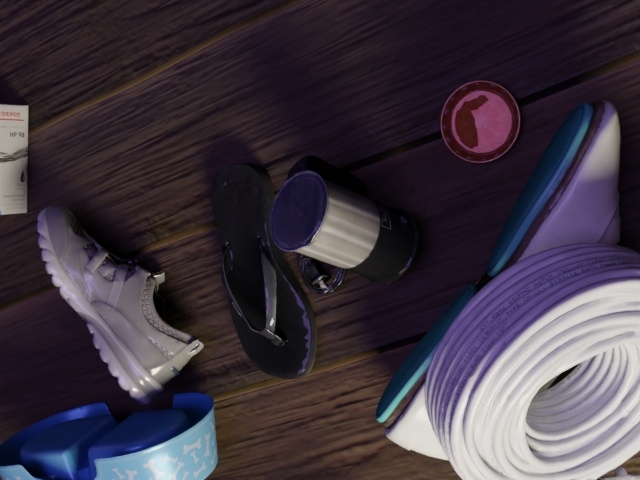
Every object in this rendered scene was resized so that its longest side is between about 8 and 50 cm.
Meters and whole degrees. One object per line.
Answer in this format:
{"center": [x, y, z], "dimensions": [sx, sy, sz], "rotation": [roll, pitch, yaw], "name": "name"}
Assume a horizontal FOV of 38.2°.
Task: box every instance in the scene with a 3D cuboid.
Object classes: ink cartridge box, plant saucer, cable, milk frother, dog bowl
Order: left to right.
{"center": [-0.431, -0.123, 1.182], "dimensions": [0.060, 0.104, 0.180], "rotation": [6, 98, 26], "name": "ink cartridge box"}
{"center": [-0.252, 0.256, 1.104], "dimensions": [0.297, 0.166, 0.074], "rotation": [-10, 102, 26], "name": "dog bowl"}
{"center": [0.000, 0.000, 0.964], "dimensions": [0.143, 0.135, 0.129], "rotation": [-55, 41, 17], "name": "milk frother"}
{"center": [0.163, -0.120, 0.941], "dimensions": [0.083, 0.013, 0.083], "rotation": [2, 95, 25], "name": "plant saucer"}
{"center": [0.217, 0.117, 0.808], "dimensions": [0.089, 0.257, 0.257], "rotation": [-122, 37, -49], "name": "cable"}

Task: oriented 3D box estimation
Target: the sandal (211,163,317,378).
{"center": [-0.077, 0.039, 1.051], "dimensions": [0.097, 0.054, 0.254], "rotation": [-19, 86, 26], "name": "sandal"}

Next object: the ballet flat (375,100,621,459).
{"center": [0.199, 0.058, 0.891], "dimensions": [0.139, 0.139, 0.400], "rotation": [38, 114, 18], "name": "ballet flat"}

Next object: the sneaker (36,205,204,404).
{"center": [-0.246, 0.062, 1.132], "dimensions": [0.115, 0.105, 0.281], "rotation": [-34, 73, -10], "name": "sneaker"}
